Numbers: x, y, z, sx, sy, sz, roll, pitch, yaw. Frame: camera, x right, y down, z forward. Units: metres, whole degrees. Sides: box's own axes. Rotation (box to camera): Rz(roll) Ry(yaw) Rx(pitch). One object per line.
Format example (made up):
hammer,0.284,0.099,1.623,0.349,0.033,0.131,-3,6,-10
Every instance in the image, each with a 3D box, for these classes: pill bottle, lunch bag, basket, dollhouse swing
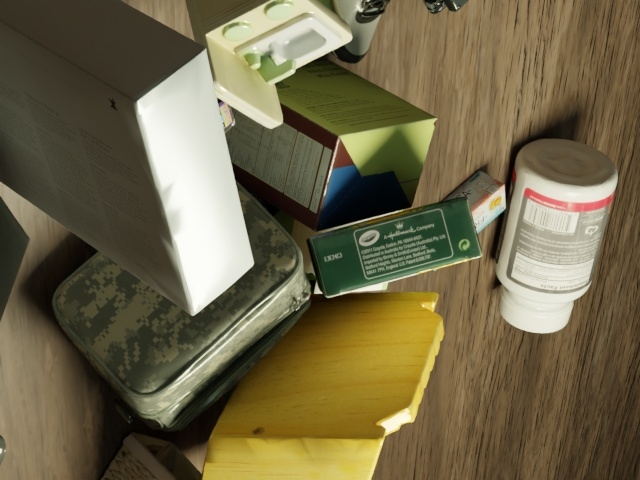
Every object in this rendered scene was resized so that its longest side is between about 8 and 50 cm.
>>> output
pill bottle,0.399,-0.002,2.602,0.176,0.176,0.318,-25,136,-40
lunch bag,-0.160,0.091,1.922,0.305,0.212,0.256,-42,162,-13
basket,-0.221,0.365,2.112,0.103,0.167,0.113,-53,148,5
dollhouse swing,0.012,0.287,2.022,0.347,0.315,0.305,-61,145,-58

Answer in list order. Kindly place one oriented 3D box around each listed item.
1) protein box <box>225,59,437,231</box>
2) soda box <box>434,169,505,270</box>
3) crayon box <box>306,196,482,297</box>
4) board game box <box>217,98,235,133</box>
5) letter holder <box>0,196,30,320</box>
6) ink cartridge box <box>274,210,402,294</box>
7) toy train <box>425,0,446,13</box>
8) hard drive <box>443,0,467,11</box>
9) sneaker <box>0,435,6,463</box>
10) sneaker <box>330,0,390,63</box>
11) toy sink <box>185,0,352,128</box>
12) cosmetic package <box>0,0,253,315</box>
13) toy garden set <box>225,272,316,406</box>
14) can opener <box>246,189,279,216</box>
protein box,0.002,-0.128,1.950,0.200,0.201,0.136,-15,128,-47
soda box,0.224,-0.034,2.455,0.183,0.058,0.063,-39,143,-25
crayon box,0.088,0.009,1.989,0.203,0.083,0.323,-15,179,-2
board game box,-0.206,-0.139,1.699,0.141,0.170,0.048,-44,143,-21
letter holder,-0.464,-0.029,1.499,0.302,0.214,0.152,67,30,-52
ink cartridge box,0.000,0.000,2.197,0.235,0.056,0.171,-4,123,-23
toy train,0.209,-0.381,2.171,0.158,0.027,0.036,-44,148,-19
hard drive,0.212,-0.404,2.131,0.135,0.022,0.094,-45,122,-18
sneaker,-0.447,0.290,1.857,0.089,0.051,0.170,11,104,-55
sneaker,0.069,-0.351,1.942,0.100,0.108,0.271,-20,133,-46
toy sink,-0.060,-0.271,1.697,0.131,0.234,0.153,-24,155,23
cosmetic package,-0.243,-0.129,1.465,0.097,0.377,0.284,-42,145,-24
toy garden set,-0.039,0.140,2.219,0.204,0.049,0.244,-9,129,-26
can opener,-0.054,-0.064,2.069,0.186,0.059,0.073,-27,180,-30
